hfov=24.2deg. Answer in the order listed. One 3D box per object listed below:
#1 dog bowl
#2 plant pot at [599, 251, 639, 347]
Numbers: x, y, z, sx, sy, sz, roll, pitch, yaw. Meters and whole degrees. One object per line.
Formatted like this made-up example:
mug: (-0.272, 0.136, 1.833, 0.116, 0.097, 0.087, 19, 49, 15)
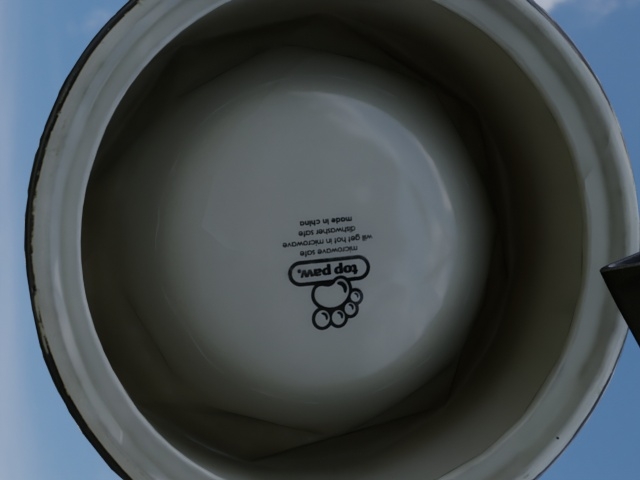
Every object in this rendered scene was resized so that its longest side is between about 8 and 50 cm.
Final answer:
dog bowl: (0.000, 0.000, 1.013, 0.150, 0.408, 0.408, -177, -110, -75)
plant pot: (0.264, 0.053, 0.631, 0.187, 0.188, 0.167, -16, -88, 68)
